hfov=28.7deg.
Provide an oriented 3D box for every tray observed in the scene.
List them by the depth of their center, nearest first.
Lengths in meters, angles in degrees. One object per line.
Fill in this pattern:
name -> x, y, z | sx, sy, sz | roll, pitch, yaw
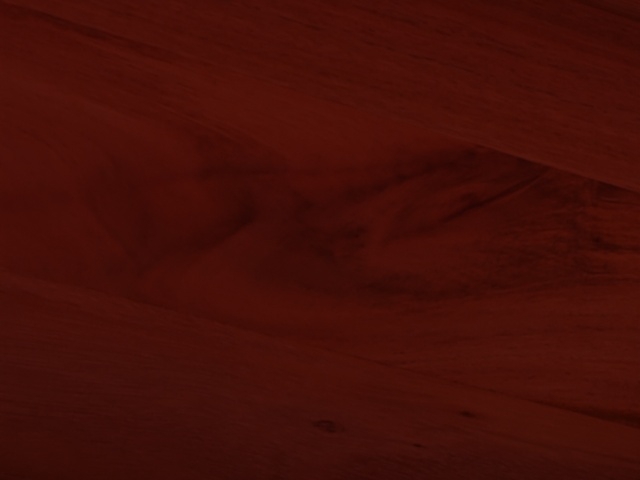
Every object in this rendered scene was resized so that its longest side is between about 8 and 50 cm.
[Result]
tray -> 0.000, 0.000, 0.332 | 0.410, 0.203, 0.076 | 16, 1, -14
